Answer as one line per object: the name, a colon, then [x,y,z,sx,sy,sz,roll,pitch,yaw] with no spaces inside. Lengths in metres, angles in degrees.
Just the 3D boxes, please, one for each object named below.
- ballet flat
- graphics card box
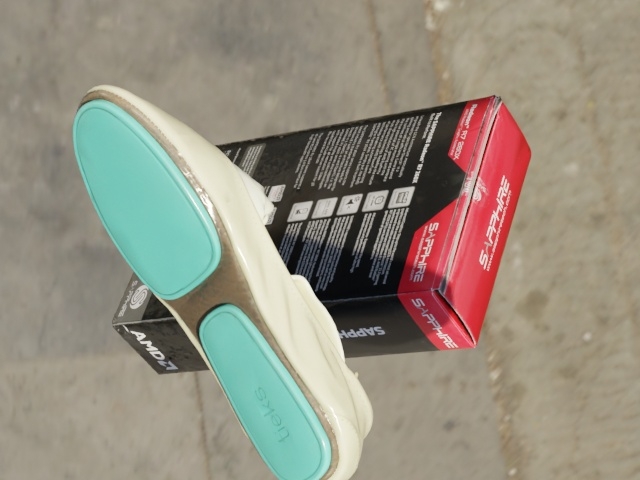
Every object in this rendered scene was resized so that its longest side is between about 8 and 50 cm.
ballet flat: [-0.046,0.019,0.950,0.086,0.086,0.248,-30,92,-18]
graphics card box: [0.000,0.000,1.645,0.371,0.094,0.232,-7,48,33]
